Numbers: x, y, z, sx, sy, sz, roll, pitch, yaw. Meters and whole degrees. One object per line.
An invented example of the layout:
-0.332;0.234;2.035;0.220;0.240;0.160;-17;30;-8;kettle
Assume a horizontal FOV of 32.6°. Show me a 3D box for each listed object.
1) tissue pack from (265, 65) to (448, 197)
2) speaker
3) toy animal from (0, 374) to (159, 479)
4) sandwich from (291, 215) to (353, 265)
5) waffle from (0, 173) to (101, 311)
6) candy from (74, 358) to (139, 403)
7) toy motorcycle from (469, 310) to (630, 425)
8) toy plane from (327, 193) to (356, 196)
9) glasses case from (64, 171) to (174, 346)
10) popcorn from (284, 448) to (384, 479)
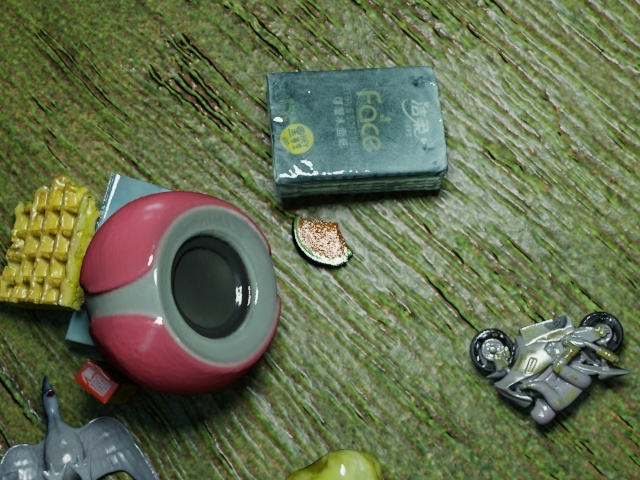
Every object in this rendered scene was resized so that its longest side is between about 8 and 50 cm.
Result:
0.051;-0.163;1.639;0.257;0.081;0.185;-4;69;-6;tissue pack
-0.197;0.082;1.559;0.294;0.294;0.294;-1;81;5;speaker
-0.368;0.330;1.621;0.239;0.176;0.255;-12;98;-15;toy animal
0.002;0.004;1.678;0.101;0.026;0.069;10;78;4;sandwich
-0.412;0.000;1.672;0.160;0.055;0.211;-2;74;36;waffle
-0.316;0.211;1.626;0.062;0.122;0.038;37;86;9;candy
0.336;0.190;1.594;0.225;0.073;0.152;-10;82;5;toy motorcycle
0.026;-0.120;1.685;0.111;0.040;0.102;40;81;12;toy plane
-0.312;0.037;1.695;0.105;0.056;0.266;16;83;-17;glasses case
0.026;0.460;1.493;0.312;0.312;0.312;-1;81;5;popcorn
